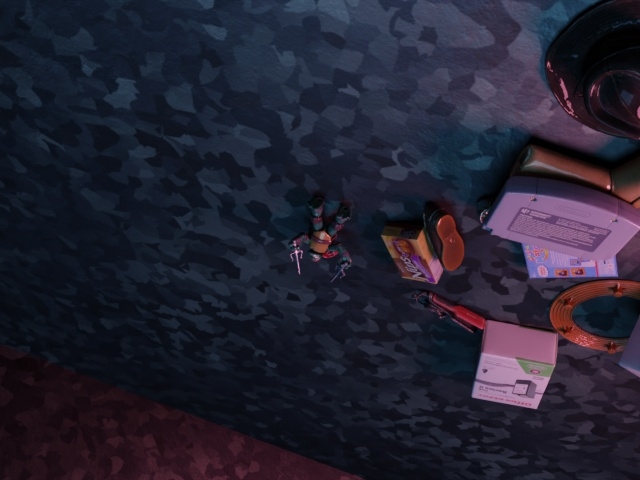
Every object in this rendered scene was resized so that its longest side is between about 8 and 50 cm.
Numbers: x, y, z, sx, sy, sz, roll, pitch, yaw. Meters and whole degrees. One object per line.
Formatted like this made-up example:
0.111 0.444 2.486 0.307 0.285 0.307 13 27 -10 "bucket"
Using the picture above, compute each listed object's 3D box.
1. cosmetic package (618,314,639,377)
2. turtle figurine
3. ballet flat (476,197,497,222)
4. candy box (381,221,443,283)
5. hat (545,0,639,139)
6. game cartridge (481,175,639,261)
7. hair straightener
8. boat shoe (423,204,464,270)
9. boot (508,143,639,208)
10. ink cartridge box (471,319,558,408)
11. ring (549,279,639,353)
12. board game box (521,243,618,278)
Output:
1.009 0.358 1.845 0.453 0.162 0.230 29 174 -26 "cosmetic package"
0.000 0.000 1.916 0.175 0.118 0.234 7 129 -11 "turtle figurine"
0.453 -0.073 1.685 0.188 0.070 0.070 -12 135 33 "ballet flat"
0.241 0.033 1.900 0.109 0.053 0.187 9 144 34 "candy box"
0.574 -0.271 1.322 0.331 0.134 0.331 10 142 8 "hat"
0.524 -0.048 1.580 0.297 0.062 0.198 15 145 1 "game cartridge"
0.360 0.212 2.108 0.230 0.047 0.089 24 143 -10 "hair straightener"
0.308 -0.010 1.829 0.073 0.073 0.207 40 160 43 "boat shoe"
0.562 -0.149 1.525 0.269 0.089 0.236 18 143 1 "boot"
0.576 0.377 2.176 0.211 0.122 0.289 9 144 11 "ink cartridge box"
0.793 0.216 1.958 0.336 0.032 0.337 10 143 8 "ring"
0.611 0.031 1.780 0.211 0.039 0.160 -3 139 24 "board game box"
